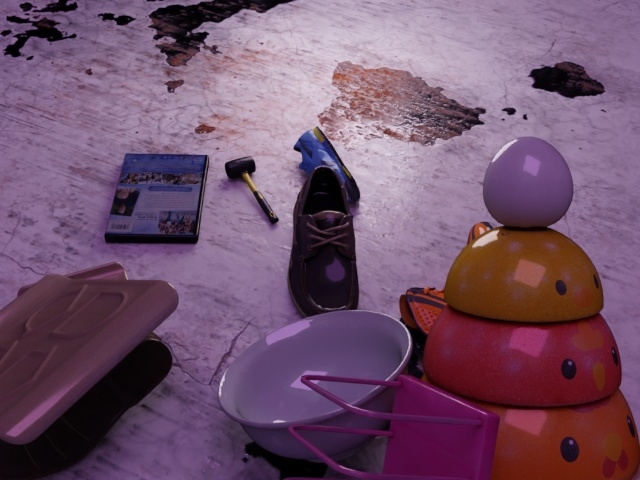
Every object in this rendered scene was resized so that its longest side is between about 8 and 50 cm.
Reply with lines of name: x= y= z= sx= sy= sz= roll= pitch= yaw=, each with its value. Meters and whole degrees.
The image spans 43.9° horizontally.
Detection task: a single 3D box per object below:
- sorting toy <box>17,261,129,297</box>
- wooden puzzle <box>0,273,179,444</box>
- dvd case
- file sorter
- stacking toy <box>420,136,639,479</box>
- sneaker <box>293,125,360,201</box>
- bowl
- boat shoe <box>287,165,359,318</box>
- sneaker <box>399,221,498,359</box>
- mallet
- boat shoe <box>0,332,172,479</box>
sorting toy: x=-0.412 y=0.144 z=1.376 sx=0.193 sy=0.038 sz=0.208 roll=-16 pitch=52 yaw=-16
wooden puzzle: x=-0.417 y=0.176 z=1.210 sx=0.347 sy=0.081 sz=0.322 roll=3 pitch=37 yaw=42
dvd case: x=-0.327 y=-0.090 z=1.614 sx=0.180 sy=0.022 sz=0.253 roll=1 pitch=45 yaw=-2
file sorter: x=0.057 y=0.318 z=0.939 sx=0.182 sy=0.291 sz=0.202 roll=9 pitch=0 yaw=-24
stacking toy: x=0.267 y=0.102 z=1.072 sx=0.350 sy=0.480 sz=0.350 roll=-2 pitch=11 yaw=0
sneaker: x=0.011 y=-0.145 z=1.658 sx=0.082 sy=0.069 sz=0.209 roll=-37 pitch=59 yaw=9
bowl: x=0.007 y=0.235 z=1.188 sx=0.297 sy=0.134 sz=0.298 roll=-15 pitch=20 yaw=6
boat shoe: x=0.000 y=0.000 z=1.457 sx=0.132 sy=0.130 sz=0.355 roll=-4 pitch=46 yaw=-5
sneaker: x=0.230 y=0.083 z=1.387 sx=0.180 sy=0.125 sz=0.321 roll=7 pitch=46 yaw=3
mallet: x=-0.126 y=-0.106 z=1.631 sx=0.062 sy=0.039 sz=0.190 roll=-25 pitch=56 yaw=-27
boat shoe: x=-0.372 y=0.252 z=1.232 sx=0.307 sy=0.111 sz=0.104 roll=-33 pitch=25 yaw=-20
